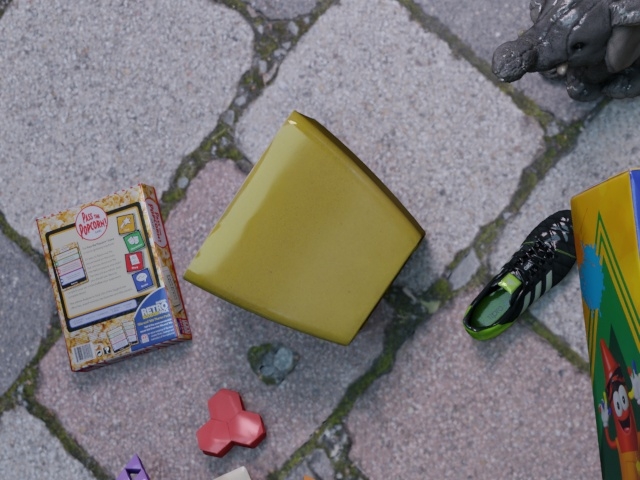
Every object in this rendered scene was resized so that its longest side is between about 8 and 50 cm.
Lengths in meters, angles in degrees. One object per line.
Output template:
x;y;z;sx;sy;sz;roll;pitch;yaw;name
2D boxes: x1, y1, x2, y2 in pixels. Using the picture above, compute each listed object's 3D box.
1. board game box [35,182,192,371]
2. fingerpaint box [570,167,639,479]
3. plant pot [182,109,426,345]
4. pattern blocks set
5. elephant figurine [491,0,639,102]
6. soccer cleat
-0.248;0.045;1.748;0.146;0.045;0.194;-17;80;15;board game box
0.488;0.110;1.368;0.444;0.163;0.371;-3;83;-11;fingerpaint box
0.000;0.000;1.605;0.187;0.212;0.212;34;95;4;plant pot
-0.107;0.349;1.617;0.285;0.026;0.325;-38;64;-9;pattern blocks set
0.284;-0.231;1.512;0.169;0.239;0.186;5;86;17;elephant figurine
0.223;0.039;1.592;0.060;0.072;0.179;42;97;16;soccer cleat
